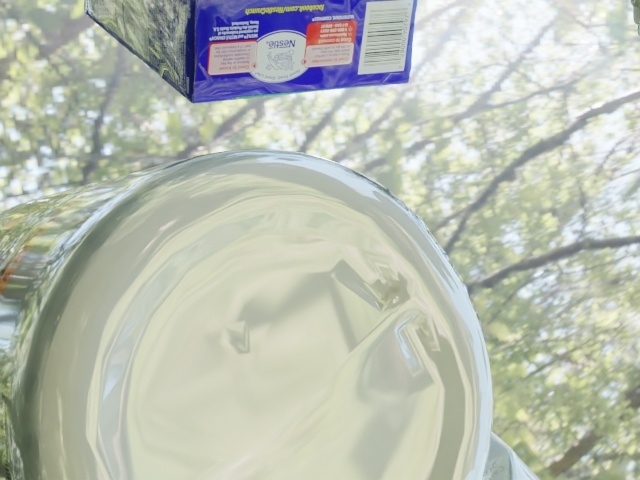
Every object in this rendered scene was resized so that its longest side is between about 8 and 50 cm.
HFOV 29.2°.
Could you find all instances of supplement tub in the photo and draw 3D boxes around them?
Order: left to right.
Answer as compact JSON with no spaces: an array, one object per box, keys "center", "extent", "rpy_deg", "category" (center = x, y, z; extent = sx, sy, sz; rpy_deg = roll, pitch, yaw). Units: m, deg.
[{"center":[-0.084,0.067,0.568],"extent":[0.316,0.193,0.193],"rpy_deg":[-7,-84,61],"category":"supplement tub"}]

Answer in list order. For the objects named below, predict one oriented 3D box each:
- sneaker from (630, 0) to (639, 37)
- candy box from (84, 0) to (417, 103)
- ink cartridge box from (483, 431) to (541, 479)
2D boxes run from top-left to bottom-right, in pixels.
[{"center":[0.271,-0.102,0.488],"extent":[0.283,0.110,0.122],"rpy_deg":[-23,-116,34],"category":"sneaker"},{"center":[-0.089,-0.267,1.372],"extent":[0.317,0.268,0.122],"rpy_deg":[42,-47,49],"category":"candy box"},{"center":[0.206,0.271,0.766],"extent":[0.091,0.385,0.308],"rpy_deg":[-44,-78,-5],"category":"ink cartridge box"}]
